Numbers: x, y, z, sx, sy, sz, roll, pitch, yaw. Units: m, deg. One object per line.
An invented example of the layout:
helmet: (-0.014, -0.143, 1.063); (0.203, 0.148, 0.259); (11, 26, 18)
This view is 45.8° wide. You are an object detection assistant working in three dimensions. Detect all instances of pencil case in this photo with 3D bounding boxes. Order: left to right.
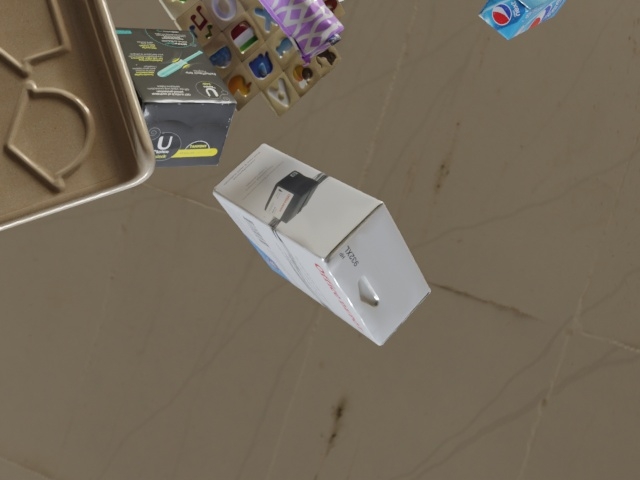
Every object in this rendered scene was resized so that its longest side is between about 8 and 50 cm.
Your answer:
pencil case: (-0.055, -0.363, 1.147); (0.088, 0.086, 0.206); (-41, -85, -11)

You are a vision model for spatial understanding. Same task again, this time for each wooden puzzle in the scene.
wooden puzzle: (-0.388, -0.159, 0.885); (0.348, 0.080, 0.322); (-20, -103, 0)

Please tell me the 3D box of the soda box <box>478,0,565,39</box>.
soda box: (0.367, -0.422, 1.337); (0.071, 0.210, 0.067); (44, -45, 12)

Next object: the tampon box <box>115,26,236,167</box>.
tampon box: (-0.198, -0.178, 0.945); (0.161, 0.121, 0.101); (58, -41, 35)

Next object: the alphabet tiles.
alphabet tiles: (-0.103, -0.384, 1.220); (0.285, 0.342, 0.011); (-48, -149, -23)

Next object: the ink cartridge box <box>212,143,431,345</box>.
ink cartridge box: (0.000, 0.000, 1.207); (0.129, 0.223, 0.307); (-45, -137, -13)
